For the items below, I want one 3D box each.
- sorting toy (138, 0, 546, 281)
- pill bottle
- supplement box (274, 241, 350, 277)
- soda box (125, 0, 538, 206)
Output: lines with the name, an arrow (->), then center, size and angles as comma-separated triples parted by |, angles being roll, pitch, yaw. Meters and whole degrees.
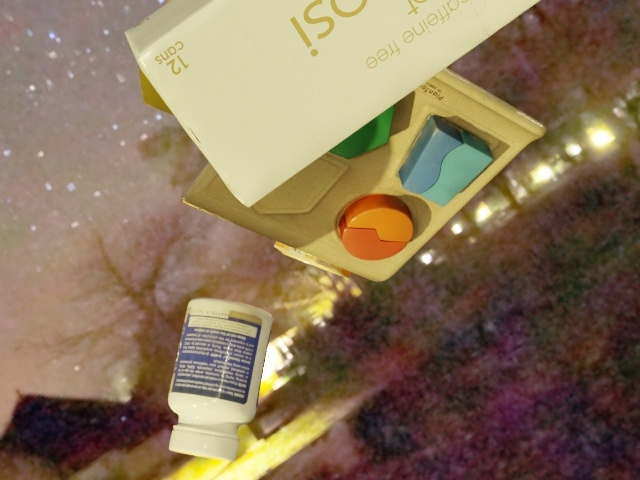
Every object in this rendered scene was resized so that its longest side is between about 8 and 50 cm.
sorting toy -> -0.006, -0.071, 0.710 | 0.307, 0.041, 0.229 | 23, -49, -29
pill bottle -> -0.128, 0.174, 1.144 | 0.112, 0.187, 0.112 | 9, -16, 3
supplement box -> 0.000, 0.000, 1.149 | 0.062, 0.098, 0.036 | -67, -25, -8
soda box -> 0.035, -0.108, 0.347 | 0.216, 0.069, 0.074 | -36, 24, -1
